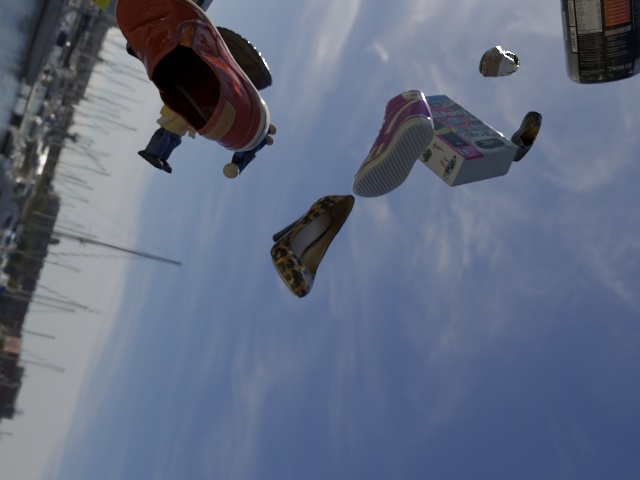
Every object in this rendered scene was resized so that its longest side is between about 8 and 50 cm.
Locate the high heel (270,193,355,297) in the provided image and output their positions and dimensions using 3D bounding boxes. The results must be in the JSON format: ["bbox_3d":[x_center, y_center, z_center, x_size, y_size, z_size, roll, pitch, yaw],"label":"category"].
[{"bbox_3d":[0.000,0.000,1.333,0.186,0.093,0.261,-33,-152,8],"label":"high heel"}]

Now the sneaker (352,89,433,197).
[{"bbox_3d":[0.165,-0.227,1.622,0.282,0.102,0.161,-47,-145,41],"label":"sneaker"}]

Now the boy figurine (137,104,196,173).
[{"bbox_3d":[-0.369,-0.322,1.879,0.285,0.092,0.177,-54,161,1],"label":"boy figurine"}]

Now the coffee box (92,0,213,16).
[{"bbox_3d":[-0.436,-0.719,1.645,0.337,0.338,0.334,-54,165,13],"label":"coffee box"}]

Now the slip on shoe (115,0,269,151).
[{"bbox_3d":[-0.197,-0.253,0.972,0.123,0.101,0.331,-48,-115,22],"label":"slip on shoe"}]

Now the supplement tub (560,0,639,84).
[{"bbox_3d":[0.754,-0.608,1.873,0.207,0.207,0.338,-128,-158,-64],"label":"supplement tub"}]

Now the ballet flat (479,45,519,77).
[{"bbox_3d":[0.423,-0.411,1.620,0.206,0.067,0.073,-36,143,-58],"label":"ballet flat"}]

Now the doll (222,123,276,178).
[{"bbox_3d":[-0.173,-0.210,1.653,0.189,0.046,0.129,-52,169,-39],"label":"doll"}]

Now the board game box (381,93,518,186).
[{"bbox_3d":[0.352,-0.283,1.922,0.303,0.224,0.097,46,-45,35],"label":"board game box"}]

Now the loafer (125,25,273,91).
[{"bbox_3d":[-0.262,-0.376,1.474,0.130,0.366,0.134,-57,154,-14],"label":"loafer"}]

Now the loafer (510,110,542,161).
[{"bbox_3d":[0.587,-0.290,2.015,0.170,0.062,0.061,100,3,-45],"label":"loafer"}]
